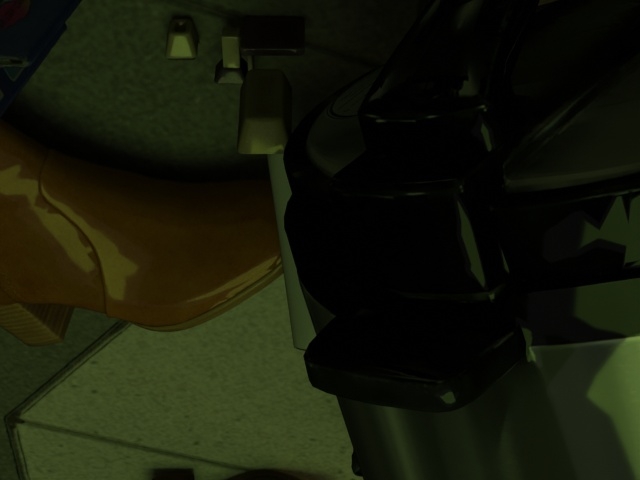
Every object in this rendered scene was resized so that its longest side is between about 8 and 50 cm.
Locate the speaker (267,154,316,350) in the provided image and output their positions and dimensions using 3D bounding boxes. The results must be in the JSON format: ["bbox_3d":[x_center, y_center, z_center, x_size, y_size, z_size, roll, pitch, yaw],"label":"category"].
[{"bbox_3d":[0.000,0.000,0.796,0.055,0.055,0.136,-7,98,8],"label":"speaker"}]

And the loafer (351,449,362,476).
[{"bbox_3d":[0.123,0.173,1.020,0.223,0.078,0.076,-5,144,37],"label":"loafer"}]

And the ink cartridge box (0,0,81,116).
[{"bbox_3d":[-0.316,-0.065,0.660,0.395,0.270,0.151,-25,117,23],"label":"ink cartridge box"}]

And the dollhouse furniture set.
[{"bbox_3d":[-0.055,-0.076,0.775,0.091,0.114,0.081,0,135,-1],"label":"dollhouse furniture set"}]

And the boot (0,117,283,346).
[{"bbox_3d":[-0.172,-0.027,0.837,0.295,0.104,0.211,-18,134,24],"label":"boot"}]

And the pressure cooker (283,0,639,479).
[{"bbox_3d":[0.180,0.021,0.660,0.376,0.370,0.420,-16,112,4],"label":"pressure cooker"}]

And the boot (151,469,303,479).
[{"bbox_3d":[-0.076,0.294,1.202,0.197,0.073,0.152,9,136,8],"label":"boot"}]
